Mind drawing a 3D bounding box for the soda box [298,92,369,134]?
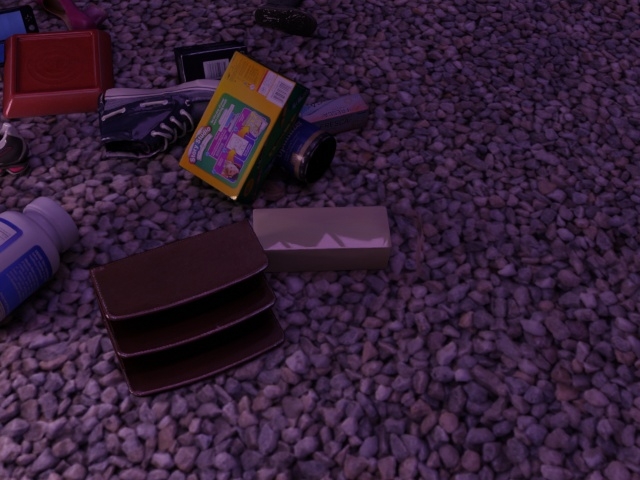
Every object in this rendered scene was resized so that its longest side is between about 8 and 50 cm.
[{"bbox_3d":[0.019,-0.288,1.854,0.183,0.058,0.063,-16,53,-18],"label":"soda box"}]

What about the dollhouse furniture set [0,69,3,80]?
[{"bbox_3d":[-0.861,-0.418,1.832,0.101,0.161,0.182,33,54,22],"label":"dollhouse furniture set"}]

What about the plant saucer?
[{"bbox_3d":[-0.632,-0.415,1.898,0.258,0.048,0.259,-6,58,-10],"label":"plant saucer"}]

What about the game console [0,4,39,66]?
[{"bbox_3d":[-0.773,-0.512,1.972,0.144,0.124,0.085,-19,27,-19],"label":"game console"}]

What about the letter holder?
[{"bbox_3d":[-0.230,0.125,1.427,0.301,0.152,0.214,-19,55,-19],"label":"letter holder"}]

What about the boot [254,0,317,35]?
[{"bbox_3d":[-0.068,-0.650,2.156,0.189,0.076,0.208,19,44,9],"label":"boot"}]

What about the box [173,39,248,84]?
[{"bbox_3d":[-0.259,-0.416,1.881,0.155,0.093,0.158,-11,22,-13],"label":"box"}]

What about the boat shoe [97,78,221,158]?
[{"bbox_3d":[-0.334,-0.261,1.777,0.340,0.127,0.158,-5,56,2],"label":"boat shoe"}]

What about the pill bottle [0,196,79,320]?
[{"bbox_3d":[-0.587,0.042,1.469,0.152,0.152,0.272,28,53,19],"label":"pill bottle"}]

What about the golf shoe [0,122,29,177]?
[{"bbox_3d":[-0.761,-0.181,1.668,0.272,0.120,0.105,-17,55,-16],"label":"golf shoe"}]

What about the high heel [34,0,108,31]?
[{"bbox_3d":[-0.680,-0.586,2.053,0.244,0.082,0.117,26,60,10],"label":"high heel"}]

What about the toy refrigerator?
[{"bbox_3d":[0.000,0.000,1.589,0.269,0.094,0.102,-2,57,-5],"label":"toy refrigerator"}]

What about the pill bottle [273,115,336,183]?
[{"bbox_3d":[-0.084,-0.226,1.752,0.219,0.123,0.123,31,54,21],"label":"pill bottle"}]

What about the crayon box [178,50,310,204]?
[{"bbox_3d":[-0.163,-0.237,1.674,0.165,0.081,0.279,32,99,21],"label":"crayon box"}]
